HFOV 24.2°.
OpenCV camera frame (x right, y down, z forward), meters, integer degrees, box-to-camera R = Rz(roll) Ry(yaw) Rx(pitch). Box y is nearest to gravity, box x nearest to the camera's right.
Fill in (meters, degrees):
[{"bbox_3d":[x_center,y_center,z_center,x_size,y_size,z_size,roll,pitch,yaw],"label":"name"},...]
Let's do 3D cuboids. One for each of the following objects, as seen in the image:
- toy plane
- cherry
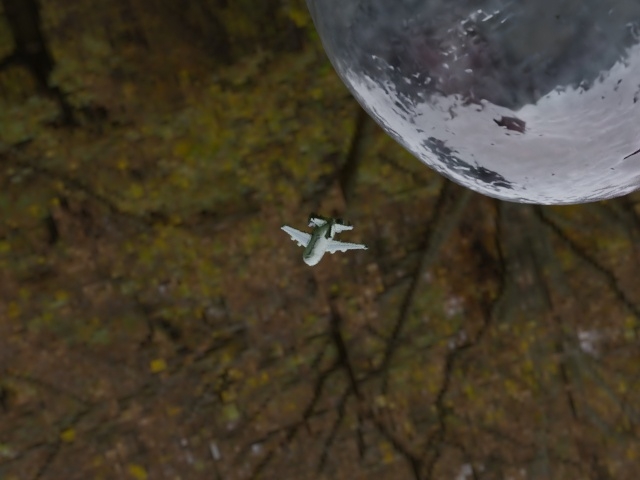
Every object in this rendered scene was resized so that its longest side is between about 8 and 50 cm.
[{"bbox_3d":[0.000,-0.003,1.340,0.080,0.033,0.083,12,154,-12],"label":"toy plane"},{"bbox_3d":[0.105,-0.154,0.663,0.218,0.255,0.296,-13,-140,37],"label":"cherry"}]
